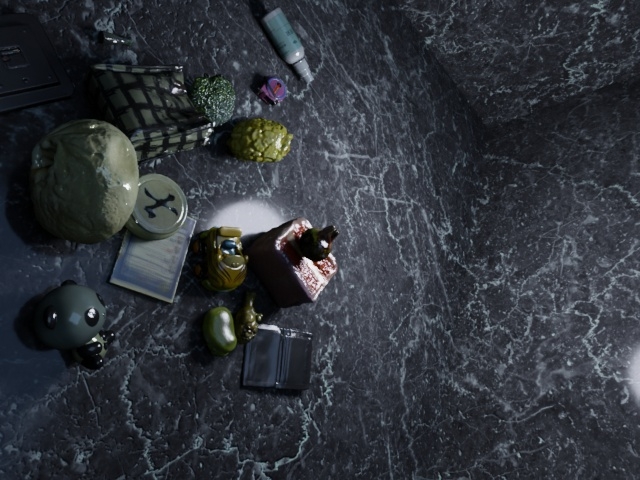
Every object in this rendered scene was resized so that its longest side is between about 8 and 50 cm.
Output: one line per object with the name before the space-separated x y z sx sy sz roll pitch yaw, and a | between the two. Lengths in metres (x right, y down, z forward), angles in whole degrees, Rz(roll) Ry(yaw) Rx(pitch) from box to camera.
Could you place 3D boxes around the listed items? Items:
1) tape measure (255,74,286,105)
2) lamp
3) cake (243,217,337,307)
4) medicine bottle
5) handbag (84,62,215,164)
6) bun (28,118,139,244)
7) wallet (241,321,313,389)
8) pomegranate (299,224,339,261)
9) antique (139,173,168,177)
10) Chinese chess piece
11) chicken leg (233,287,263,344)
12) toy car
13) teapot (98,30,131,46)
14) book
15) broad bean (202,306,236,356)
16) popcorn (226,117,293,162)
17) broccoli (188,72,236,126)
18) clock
tape measure | -0.217 -0.667 2.117 0.125 0.074 0.118 40 60 -25
lamp | -0.687 0.241 1.346 0.198 0.197 0.244 -48 129 -41
cake | -0.119 0.088 1.909 0.309 0.230 0.237 57 46 -18
medicine bottle | -0.141 -0.897 2.224 0.352 0.110 0.110 56 47 -18
handbag | -0.559 -0.430 1.581 0.327 0.162 0.325 -21 76 -38
bun | -0.689 -0.169 1.352 0.227 0.352 0.349 11 34 -53
wallet | -0.163 0.463 1.901 0.323 0.041 0.247 18 67 -37
pomegranate | 0.002 0.011 1.785 0.138 0.163 0.126 -62 137 -61
antique | -0.615 -0.213 1.643 0.192 0.015 0.031 -6 84 -45
Chinese chess piece | -0.561 -0.111 1.594 0.237 0.092 0.238 12 72 -41
chicken leg | -0.271 0.280 1.800 0.088 0.103 0.228 26 57 -22
toy car | -0.348 0.064 1.747 0.200 0.142 0.248 2 77 -44
teapot | -0.710 -0.699 1.658 0.110 0.042 0.043 -14 90 -48
book | -0.565 0.030 1.630 0.228 0.018 0.322 29 61 -35
broad bean | -0.365 0.330 1.716 0.124 0.082 0.174 -13 79 -46
popcorn | -0.224 -0.399 1.933 0.286 0.225 0.174 -14 122 -48
broccoli | -0.412 -0.535 1.816 0.176 0.226 0.198 5 119 -15
clock | -0.910 -0.530 1.408 0.279 0.049 0.273 -37 106 -43
